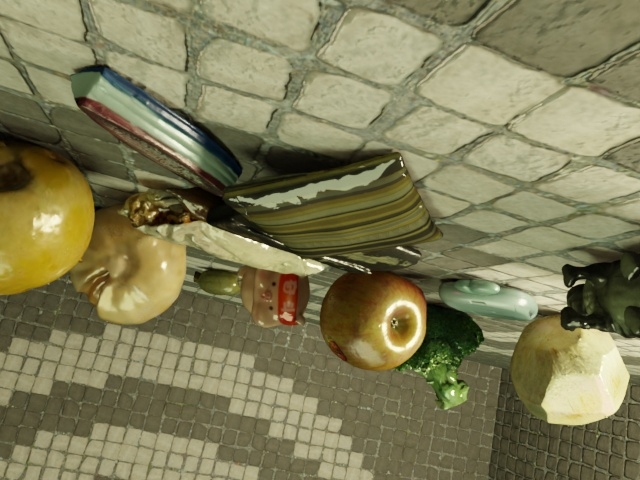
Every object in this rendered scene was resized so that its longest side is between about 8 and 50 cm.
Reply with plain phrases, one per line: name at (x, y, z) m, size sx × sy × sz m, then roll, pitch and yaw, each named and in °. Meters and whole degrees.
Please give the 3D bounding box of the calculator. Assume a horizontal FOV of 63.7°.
calculator at (0.341, 0.126, 1.050) m, size 0.185 × 0.041 × 0.299 m, roll 5°, pitch 167°, yaw 28°

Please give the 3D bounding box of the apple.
apple at (0.106, 0.159, 1.056) m, size 0.211 × 0.211 × 0.188 m, roll 20°, pitch 167°, yaw -30°

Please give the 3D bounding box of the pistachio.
pistachio at (-0.354, 0.039, 0.977) m, size 0.229 × 0.230 × 0.309 m, roll 16°, pitch 162°, yaw -16°

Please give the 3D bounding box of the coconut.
coconut at (0.530, 0.280, 1.106) m, size 0.236 × 0.237 × 0.197 m, roll 11°, pitch -151°, yaw 6°

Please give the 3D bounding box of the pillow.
pillow at (0.024, -0.030, 0.618) m, size 0.208 × 0.052 × 0.212 m, roll -10°, pitch 153°, yaw 22°

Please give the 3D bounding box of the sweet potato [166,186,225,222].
sweet potato at (-0.179, -0.056, 0.753) m, size 0.049 × 0.049 × 0.117 m, roll 3°, pitch 167°, yaw 36°

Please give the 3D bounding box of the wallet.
wallet at (0.000, 0.000, 0.793) m, size 0.170 × 0.044 × 0.321 m, roll -15°, pitch 152°, yaw 41°

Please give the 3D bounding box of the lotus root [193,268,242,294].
lotus root at (-0.325, 0.133, 1.626) m, size 0.183 × 0.077 × 0.090 m, roll 5°, pitch 164°, yaw 25°

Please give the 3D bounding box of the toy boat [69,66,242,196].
toy boat at (-0.159, -0.104, 0.553) m, size 0.080 × 0.046 × 0.229 m, roll 0°, pitch 161°, yaw 29°

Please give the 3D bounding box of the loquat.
loquat at (-0.447, -0.028, 0.746) m, size 0.243 × 0.244 × 0.244 m, roll 12°, pitch 167°, yaw 3°

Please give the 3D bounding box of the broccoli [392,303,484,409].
broccoli at (0.302, 0.300, 1.342) m, size 0.270 × 0.270 × 0.270 m, roll -16°, pitch 173°, yaw -2°

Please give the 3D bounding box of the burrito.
burrito at (-0.143, -0.004, 0.893) m, size 0.392 × 0.076 × 0.117 m, roll 21°, pitch 159°, yaw -40°

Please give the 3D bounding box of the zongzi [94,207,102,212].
zongzi at (-0.493, -0.051, 1.074) m, size 0.109 × 0.055 × 0.119 m, roll 18°, pitch 155°, yaw -20°

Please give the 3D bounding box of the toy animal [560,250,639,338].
toy animal at (0.397, 0.076, 0.664) m, size 0.168 × 0.106 × 0.343 m, roll 2°, pitch 171°, yaw 14°

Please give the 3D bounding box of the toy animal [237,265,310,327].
toy animal at (-0.107, 0.128, 1.237) m, size 0.171 × 0.171 × 0.197 m, roll 22°, pitch 166°, yaw -35°
